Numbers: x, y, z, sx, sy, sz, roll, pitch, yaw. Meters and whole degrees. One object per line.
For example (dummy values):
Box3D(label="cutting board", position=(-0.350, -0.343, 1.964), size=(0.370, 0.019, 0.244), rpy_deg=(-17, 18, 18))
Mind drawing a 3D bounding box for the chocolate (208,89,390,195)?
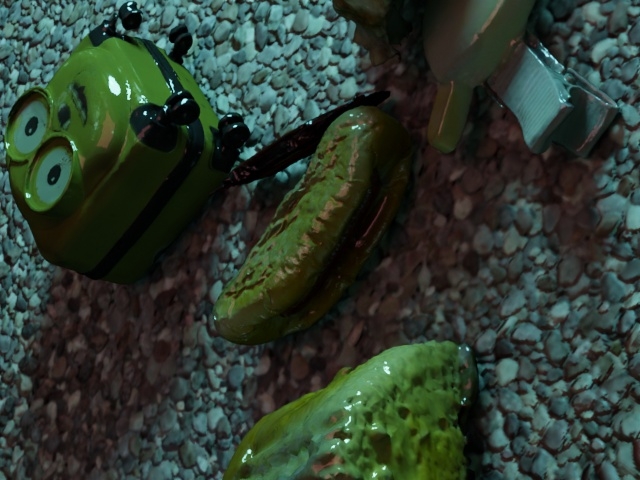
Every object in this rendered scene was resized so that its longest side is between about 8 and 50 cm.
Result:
Box3D(label="chocolate", position=(-0.022, -0.087, 1.232), size=(0.182, 0.086, 0.028), rpy_deg=(-27, 88, 37))

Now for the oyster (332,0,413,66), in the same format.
Box3D(label="oyster", position=(0.068, -0.320, 1.183), size=(0.198, 0.133, 0.337), rpy_deg=(126, 164, -58))

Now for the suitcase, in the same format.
Box3D(label="suitcase", position=(-0.205, -0.091, 1.356), size=(0.235, 0.143, 0.194), rpy_deg=(-49, 49, 20))

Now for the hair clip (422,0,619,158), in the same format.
Box3D(label="hair clip", position=(0.140, -0.141, 1.116), size=(0.159, 0.071, 0.218), rpy_deg=(-51, 44, 21))

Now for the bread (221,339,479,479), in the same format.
Box3D(label="bread", position=(0.012, 0.202, 1.051), size=(0.204, 0.162, 0.262), rpy_deg=(-37, 39, 41))

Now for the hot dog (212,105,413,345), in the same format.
Box3D(label="hot dog", position=(0.000, 0.000, 1.179), size=(0.242, 0.084, 0.073), rpy_deg=(-55, 48, 12))
